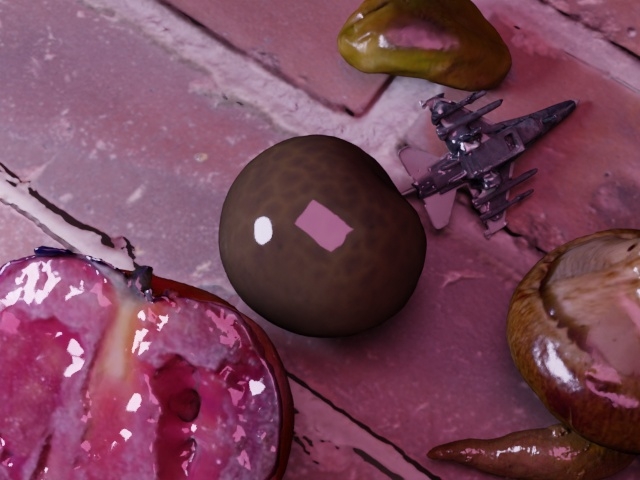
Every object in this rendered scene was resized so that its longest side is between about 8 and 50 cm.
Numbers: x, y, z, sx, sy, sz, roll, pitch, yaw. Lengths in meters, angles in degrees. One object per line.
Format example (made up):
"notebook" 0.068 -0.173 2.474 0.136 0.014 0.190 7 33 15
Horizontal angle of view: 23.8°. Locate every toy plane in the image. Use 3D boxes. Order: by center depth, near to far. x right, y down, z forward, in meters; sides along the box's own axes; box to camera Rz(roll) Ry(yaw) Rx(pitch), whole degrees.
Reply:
"toy plane" 0.181 -0.096 1.580 0.234 0.082 0.160 -28 96 -7

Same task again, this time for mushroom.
"mushroom" 0.303 0.078 1.427 0.267 0.254 0.267 -22 42 21

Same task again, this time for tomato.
"tomato" -0.185 0.165 1.450 0.335 0.176 0.289 17 91 10

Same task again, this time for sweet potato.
"sweet potato" 0.216 0.207 1.461 0.226 0.068 0.068 -7 68 3

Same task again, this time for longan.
"longan" 0.000 0.000 1.497 0.212 0.198 0.198 43 76 12

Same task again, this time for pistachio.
"pistachio" 0.113 -0.219 1.622 0.189 0.100 0.110 12 73 10
